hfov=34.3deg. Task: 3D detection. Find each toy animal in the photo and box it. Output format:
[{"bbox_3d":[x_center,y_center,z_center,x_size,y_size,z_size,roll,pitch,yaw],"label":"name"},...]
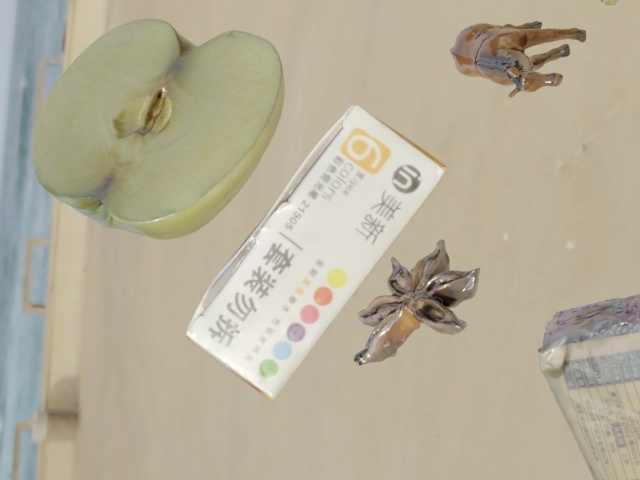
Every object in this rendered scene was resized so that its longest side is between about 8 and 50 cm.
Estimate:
[{"bbox_3d":[0.222,-0.202,1.163,0.224,0.230,0.066,16,117,45],"label":"toy animal"}]

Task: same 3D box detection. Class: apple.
[{"bbox_3d":[-0.248,-0.168,1.560,0.320,0.312,0.360,-24,37,60],"label":"apple"}]

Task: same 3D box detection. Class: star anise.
[{"bbox_3d":[0.138,0.082,1.432,0.208,0.063,0.171,-25,40,36],"label":"star anise"}]

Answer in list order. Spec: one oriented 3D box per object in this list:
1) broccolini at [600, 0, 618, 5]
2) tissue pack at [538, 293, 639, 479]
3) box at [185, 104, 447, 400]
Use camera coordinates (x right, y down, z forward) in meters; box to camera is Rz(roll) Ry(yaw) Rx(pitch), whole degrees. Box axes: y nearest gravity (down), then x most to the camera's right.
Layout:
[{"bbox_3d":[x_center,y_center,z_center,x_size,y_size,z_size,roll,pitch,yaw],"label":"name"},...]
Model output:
[{"bbox_3d":[0.291,-0.401,1.614,0.392,0.079,0.074,28,130,45],"label":"broccolini"},{"bbox_3d":[0.305,0.163,0.814,0.215,0.123,0.256,-18,102,38],"label":"tissue pack"},{"bbox_3d":[0.000,0.000,0.862,0.220,0.091,0.274,-54,0,7],"label":"box"}]
